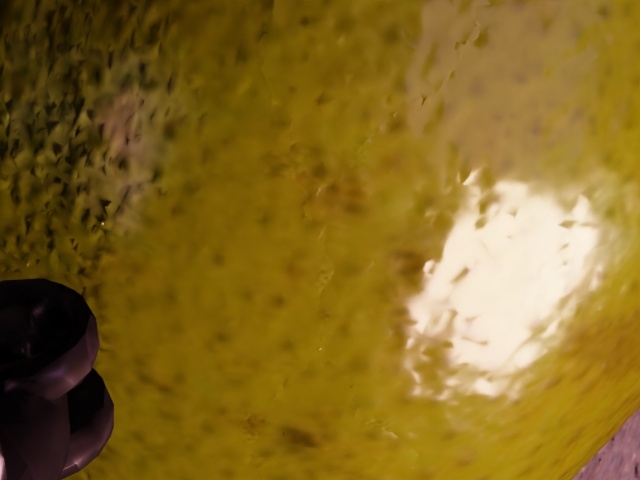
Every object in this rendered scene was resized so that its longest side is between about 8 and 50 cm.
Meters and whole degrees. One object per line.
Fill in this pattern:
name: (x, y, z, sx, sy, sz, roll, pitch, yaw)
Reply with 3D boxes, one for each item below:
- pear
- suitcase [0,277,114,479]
pear: (0.005, 0.001, 0.486, 0.288, 0.139, 0.239, 6, 103, -28)
suitcase: (-0.238, 0.014, 0.222, 0.434, 0.194, 0.283, -36, 134, -37)
